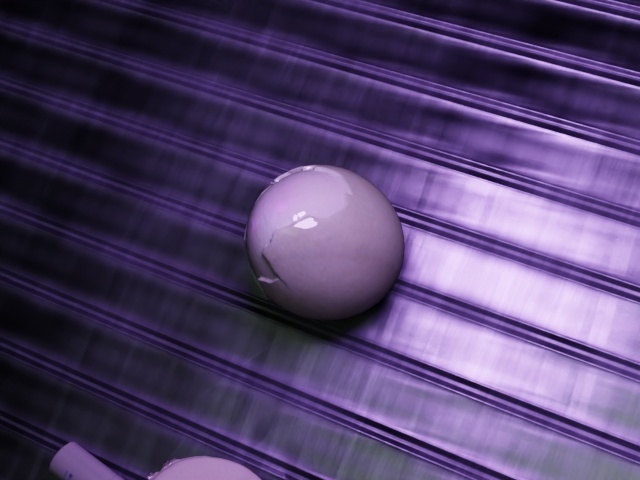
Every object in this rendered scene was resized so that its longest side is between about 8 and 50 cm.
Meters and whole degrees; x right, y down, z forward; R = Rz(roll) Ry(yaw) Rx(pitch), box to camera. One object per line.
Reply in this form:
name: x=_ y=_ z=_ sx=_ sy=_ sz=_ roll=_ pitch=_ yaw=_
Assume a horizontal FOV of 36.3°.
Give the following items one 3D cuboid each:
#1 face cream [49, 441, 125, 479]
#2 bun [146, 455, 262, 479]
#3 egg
face cream: x=-0.397 y=0.480 z=1.842 sx=0.250 sy=0.077 sz=0.077 roll=30 pitch=83 yaw=20
bun: x=-0.207 y=0.532 z=1.738 sx=0.263 sy=0.175 sz=0.263 roll=9 pitch=41 yaw=-8
egg: x=0.000 y=0.000 z=1.753 sx=0.278 sy=0.336 sz=0.278 roll=-7 pitch=73 yaw=23
